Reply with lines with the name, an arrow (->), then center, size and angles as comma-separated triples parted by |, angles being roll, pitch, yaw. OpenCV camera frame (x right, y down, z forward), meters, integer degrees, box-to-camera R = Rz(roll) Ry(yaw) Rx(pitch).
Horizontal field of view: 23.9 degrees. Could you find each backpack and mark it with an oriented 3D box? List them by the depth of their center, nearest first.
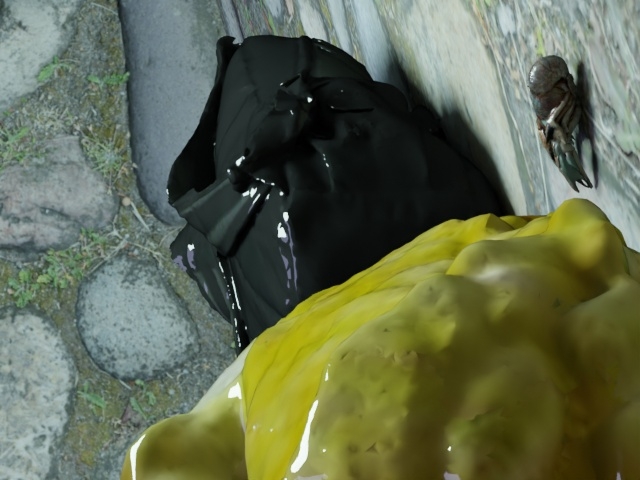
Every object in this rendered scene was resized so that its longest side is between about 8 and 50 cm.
backpack -> 0.000, 0.000, 1.306 | 0.446, 0.254, 0.363 | -113, 15, -60

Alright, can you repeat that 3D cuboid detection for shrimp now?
shrimp -> 0.140, -0.072, 0.901 | 0.038, 0.029, 0.092 | -121, 13, -62

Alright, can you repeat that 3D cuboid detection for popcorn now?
popcorn -> 0.083, 0.175, 0.690 | 0.390, 0.344, 0.354 | -30, 85, 51
